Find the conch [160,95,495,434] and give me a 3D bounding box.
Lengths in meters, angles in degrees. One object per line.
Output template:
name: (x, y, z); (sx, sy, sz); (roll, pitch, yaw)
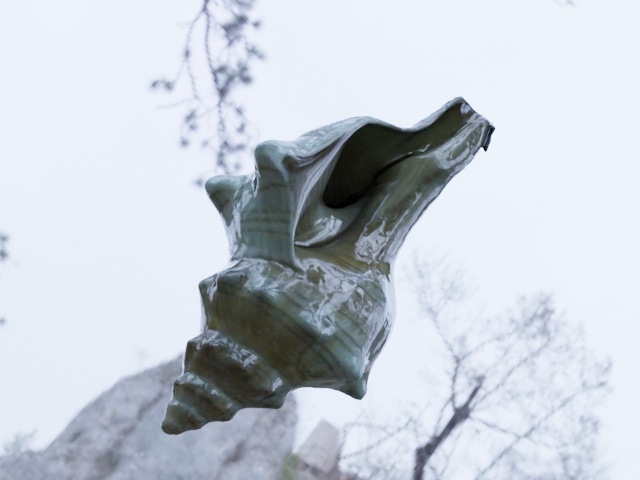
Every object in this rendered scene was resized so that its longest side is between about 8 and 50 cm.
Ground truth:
conch: (-0.013, 0.001, 0.589); (0.114, 0.233, 0.137); (2, -25, 40)
